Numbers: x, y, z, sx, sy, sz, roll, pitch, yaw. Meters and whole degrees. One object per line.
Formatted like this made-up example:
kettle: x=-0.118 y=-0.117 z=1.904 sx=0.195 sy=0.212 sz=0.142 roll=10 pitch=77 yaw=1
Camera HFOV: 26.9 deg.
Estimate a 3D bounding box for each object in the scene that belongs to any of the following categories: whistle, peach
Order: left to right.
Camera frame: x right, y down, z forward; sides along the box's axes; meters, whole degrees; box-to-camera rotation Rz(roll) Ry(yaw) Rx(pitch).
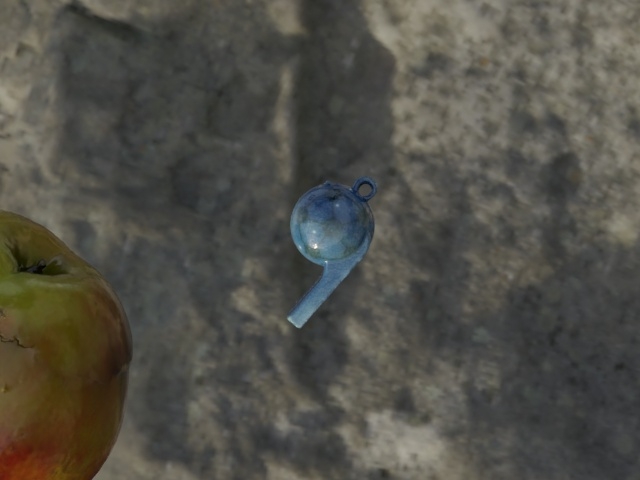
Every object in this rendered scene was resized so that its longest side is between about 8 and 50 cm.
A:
peach: x=-0.386 y=0.152 z=1.429 sx=0.370 sy=0.370 sz=0.370 roll=-18 pitch=64 yaw=43
whistle: x=0.000 y=0.000 z=1.299 sx=0.158 sy=0.090 sz=0.090 roll=-48 pitch=45 yaw=4
